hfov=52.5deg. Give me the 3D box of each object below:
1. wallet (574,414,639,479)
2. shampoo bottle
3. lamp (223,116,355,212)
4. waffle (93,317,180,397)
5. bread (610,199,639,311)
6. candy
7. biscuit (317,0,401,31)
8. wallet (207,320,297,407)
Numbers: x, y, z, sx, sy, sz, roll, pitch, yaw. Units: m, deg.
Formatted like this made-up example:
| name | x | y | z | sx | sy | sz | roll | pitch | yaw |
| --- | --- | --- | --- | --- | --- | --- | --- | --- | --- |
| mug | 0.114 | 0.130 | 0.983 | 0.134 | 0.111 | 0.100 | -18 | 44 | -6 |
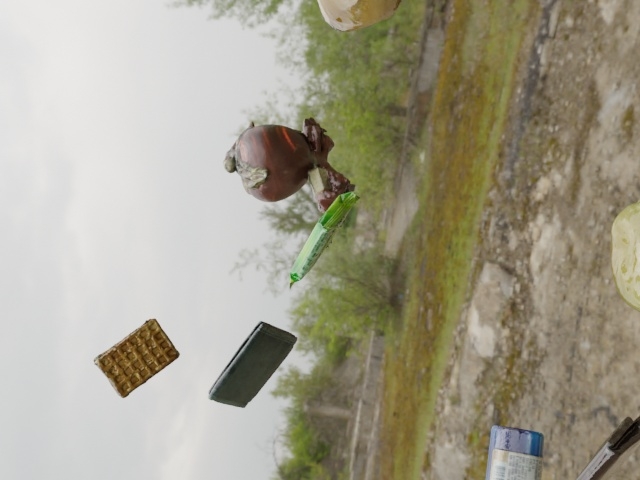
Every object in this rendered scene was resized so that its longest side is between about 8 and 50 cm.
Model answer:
| name | x | y | z | sx | sy | sz | roll | pitch | yaw |
| --- | --- | --- | --- | --- | --- | --- | --- | --- | --- |
| wallet | 0.574 | 0.458 | 1.320 | 0.182 | 0.049 | 0.229 | -14 | -45 | -41 |
| shampoo bottle | 0.295 | 0.383 | 0.998 | 0.050 | 0.087 | 0.183 | 29 | -114 | -44 |
| lamp | -0.069 | -0.144 | 1.237 | 0.151 | 0.223 | 0.215 | 46 | -155 | -63 |
| waffle | -0.376 | 0.239 | 1.331 | 0.148 | 0.102 | 0.042 | -36 | 8 | -18 |
| bread | 0.560 | 0.021 | 0.831 | 0.210 | 0.341 | 0.300 | 103 | -170 | -54 |
| candy | -0.001 | -0.001 | 1.042 | 0.102 | 0.032 | 0.178 | -50 | -5 | -40 |
| biscuit | 0.016 | -0.206 | 0.303 | 0.047 | 0.164 | 0.208 | -42 | -63 | -29 |
| wallet | -0.095 | 0.174 | 0.905 | 0.129 | 0.026 | 0.088 | -53 | -40 | 3 |
